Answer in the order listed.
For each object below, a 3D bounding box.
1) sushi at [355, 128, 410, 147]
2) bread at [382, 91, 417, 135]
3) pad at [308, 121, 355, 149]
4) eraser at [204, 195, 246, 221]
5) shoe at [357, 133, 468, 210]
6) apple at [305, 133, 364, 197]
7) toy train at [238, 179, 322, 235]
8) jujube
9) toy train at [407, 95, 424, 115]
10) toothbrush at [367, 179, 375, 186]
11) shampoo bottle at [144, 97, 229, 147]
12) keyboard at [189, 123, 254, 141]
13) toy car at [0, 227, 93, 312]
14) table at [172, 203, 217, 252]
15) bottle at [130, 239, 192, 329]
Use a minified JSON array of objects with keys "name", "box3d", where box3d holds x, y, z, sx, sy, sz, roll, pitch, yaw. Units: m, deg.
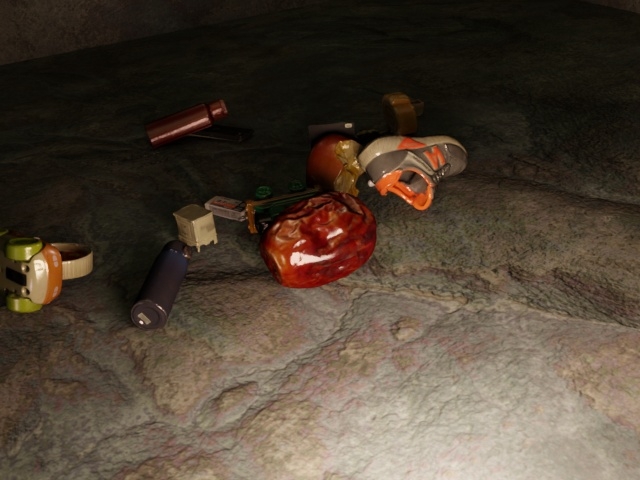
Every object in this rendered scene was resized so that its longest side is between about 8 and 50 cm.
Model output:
[{"name":"sushi","box3d":[0.116,-0.281,1.908,0.215,0.051,0.192,-14,2,-16]},{"name":"bread","box3d":[0.230,-0.379,2.067,0.073,0.122,0.149,-15,30,-9]},{"name":"pad","box3d":[0.034,-0.229,1.791,0.116,0.193,0.004,-4,52,2]},{"name":"eraser","box3d":[-0.228,-0.081,1.738,0.122,0.029,0.052,13,36,30]},{"name":"shoe","box3d":[0.253,-0.157,1.687,0.336,0.132,0.171,-2,63,-36]},{"name":"apple","box3d":[0.034,-0.171,1.719,0.147,0.156,0.158,24,64,26]},{"name":"toy train","box3d":[-0.077,-0.064,1.627,0.227,0.091,0.136,-14,42,-13]},{"name":"jujube","box3d":[0.000,0.000,1.427,0.243,0.183,0.183,-28,36,-19]},{"name":"toy train","box3d":[0.269,-0.434,2.226,0.087,0.050,0.138,-11,29,-18]},{"name":"toothbrush","box3d":[0.240,-0.191,1.847,0.275,0.019,0.025,-20,28,-22]},{"name":"shampoo bottle","box3d":[-0.419,-0.374,2.186,0.260,0.064,0.102,-22,45,-6]},{"name":"keyboard","box3d":[-0.325,-0.342,2.201,0.230,0.025,0.093,12,34,28]},{"name":"toy car","box3d":[-0.611,0.049,1.514,0.235,0.145,0.235,5,14,-1]},{"name":"table","box3d":[-0.289,-0.029,1.606,0.079,0.083,0.062,22,39,40]},{"name":"bottle","box3d":[-0.321,0.083,1.433,0.082,0.072,0.244,-23,27,15]}]
